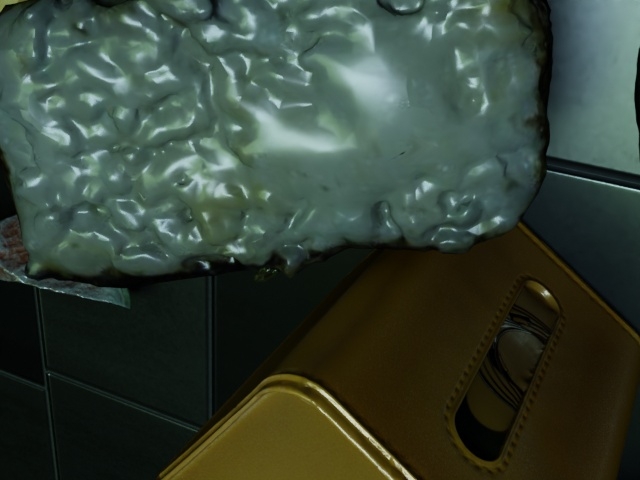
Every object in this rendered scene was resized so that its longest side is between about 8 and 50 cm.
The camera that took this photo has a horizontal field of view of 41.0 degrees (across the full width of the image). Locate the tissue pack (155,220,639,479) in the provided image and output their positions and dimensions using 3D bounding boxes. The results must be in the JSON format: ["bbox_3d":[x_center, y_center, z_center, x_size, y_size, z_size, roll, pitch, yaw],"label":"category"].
[{"bbox_3d":[0.069,0.107,0.504,0.194,0.274,0.145,45,126,1],"label":"tissue pack"}]

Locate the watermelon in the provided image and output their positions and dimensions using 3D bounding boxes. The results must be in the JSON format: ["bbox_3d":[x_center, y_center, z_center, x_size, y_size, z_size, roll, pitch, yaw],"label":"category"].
[{"bbox_3d":[-0.246,0.017,0.749,0.180,0.094,0.081,9,116,7],"label":"watermelon"}]

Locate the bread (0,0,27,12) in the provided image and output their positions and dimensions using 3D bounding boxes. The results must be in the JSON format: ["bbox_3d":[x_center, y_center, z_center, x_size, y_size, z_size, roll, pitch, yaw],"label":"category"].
[{"bbox_3d":[-0.242,-0.219,0.591,0.274,0.149,0.273,8,112,19],"label":"bread"}]

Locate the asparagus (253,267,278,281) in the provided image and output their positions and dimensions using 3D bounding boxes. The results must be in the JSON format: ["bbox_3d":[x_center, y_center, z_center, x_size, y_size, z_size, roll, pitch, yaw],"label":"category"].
[{"bbox_3d":[0.000,0.000,0.648,0.163,0.016,0.016,-30,116,34],"label":"asparagus"}]

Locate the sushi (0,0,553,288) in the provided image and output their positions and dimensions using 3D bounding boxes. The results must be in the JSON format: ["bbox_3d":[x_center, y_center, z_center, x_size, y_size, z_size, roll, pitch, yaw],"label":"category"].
[{"bbox_3d":[-0.020,-0.095,0.481,0.344,0.181,0.196,-10,126,8],"label":"sushi"}]

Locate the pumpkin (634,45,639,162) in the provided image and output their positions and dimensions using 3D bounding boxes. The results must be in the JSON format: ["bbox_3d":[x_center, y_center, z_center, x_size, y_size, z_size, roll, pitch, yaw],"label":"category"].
[{"bbox_3d":[0.287,-0.061,0.313,0.324,0.241,0.323,5,117,10],"label":"pumpkin"}]
